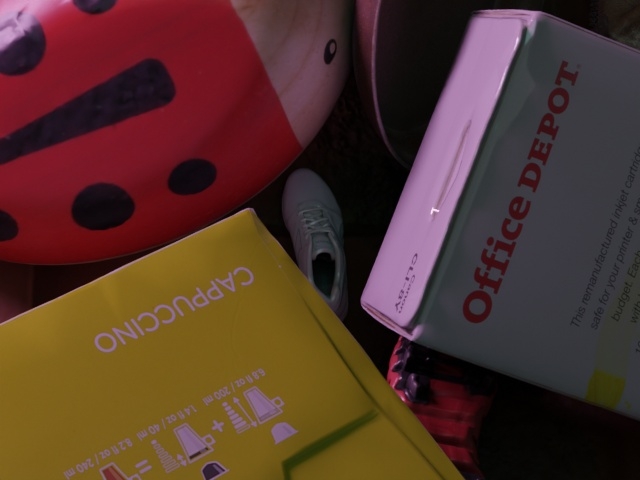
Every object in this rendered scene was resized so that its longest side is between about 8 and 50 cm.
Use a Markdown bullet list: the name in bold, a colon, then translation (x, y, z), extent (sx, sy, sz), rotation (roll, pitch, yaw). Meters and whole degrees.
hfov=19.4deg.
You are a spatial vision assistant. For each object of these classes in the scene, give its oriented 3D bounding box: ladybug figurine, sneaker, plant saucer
- **ladybug figurine**: translation (-0.178, -0.128, 1.591), extent (0.449, 0.162, 0.305), rotation (-28, 105, 5)
- **sneaker**: translation (0.000, 0.000, 1.683), extent (0.054, 0.061, 0.152), rotation (-9, 69, -7)
- **plant saucer**: translation (0.112, -0.214, 1.665), extent (0.050, 0.310, 0.310), rotation (18, 67, 28)
- **sneaker**: translation (0.090, 0.180, 1.605), extent (0.098, 0.135, 0.276), rotation (14, 45, -8)

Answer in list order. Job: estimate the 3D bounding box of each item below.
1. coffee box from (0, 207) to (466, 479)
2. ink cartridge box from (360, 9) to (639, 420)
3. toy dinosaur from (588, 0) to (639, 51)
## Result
- **coffee box**: translation (-0.126, 0.240, 1.382), extent (0.338, 0.334, 0.338), rotation (-26, 70, -34)
- **ink cartridge box**: translation (0.265, 0.000, 1.559), extent (0.385, 0.160, 0.279), rotation (20, 92, -17)
- **toy dinosaur**: translation (0.318, -0.153, 1.737), extent (0.200, 0.127, 0.295), rotation (-39, 77, -17)
